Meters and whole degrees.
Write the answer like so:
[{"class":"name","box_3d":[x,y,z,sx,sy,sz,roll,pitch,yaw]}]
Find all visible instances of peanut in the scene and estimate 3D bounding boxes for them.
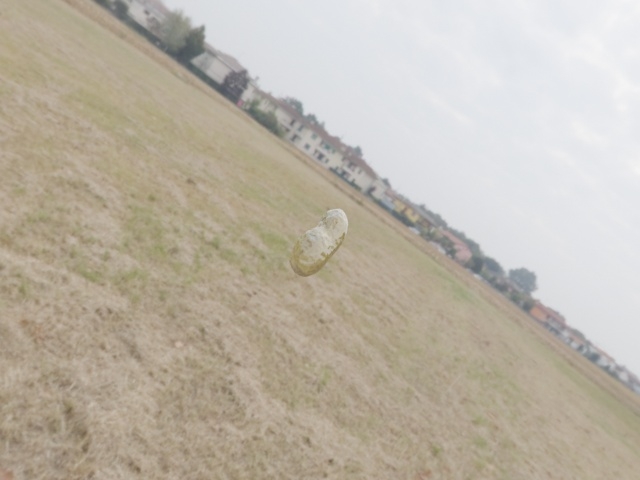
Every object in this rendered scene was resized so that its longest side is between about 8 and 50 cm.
[{"class":"peanut","box_3d":[0.000,0.000,1.037,0.080,0.174,0.080,29,-29,18]}]
